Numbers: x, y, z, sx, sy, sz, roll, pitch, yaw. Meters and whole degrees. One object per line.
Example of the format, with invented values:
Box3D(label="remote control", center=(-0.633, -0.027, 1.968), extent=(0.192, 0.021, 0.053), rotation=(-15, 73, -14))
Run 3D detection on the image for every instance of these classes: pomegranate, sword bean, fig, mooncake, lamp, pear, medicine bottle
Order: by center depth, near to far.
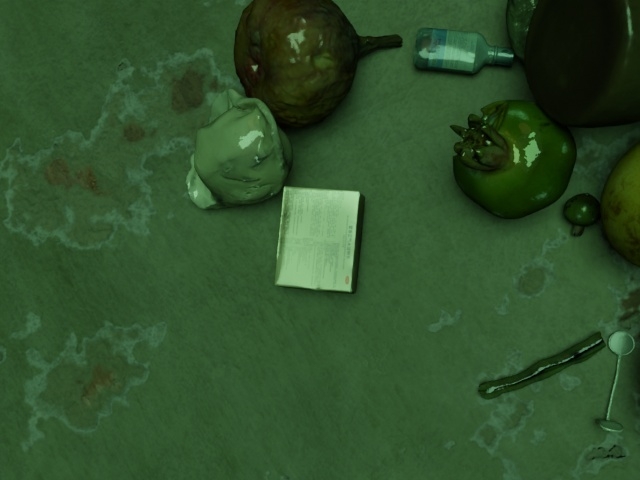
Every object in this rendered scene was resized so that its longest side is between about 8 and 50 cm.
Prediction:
Box3D(label="mooncake", center=(0.489, -0.334, 1.128), extent=(0.155, 0.284, 0.285), rotation=(-6, 82, -15))
Box3D(label="pear", center=(0.659, -0.066, 1.205), extent=(0.280, 0.281, 0.281), rotation=(-1, 83, 8))
Box3D(label="pomegranate", center=(0.354, -0.160, 1.248), extent=(0.235, 0.301, 0.236), rotation=(-1, 88, 34))
Box3D(label="lamp", center=(0.581, 0.274, 1.284), extent=(0.050, 0.056, 0.198), rotation=(11, 81, 12))
Box3D(label="sword bean", center=(0.443, 0.256, 1.311), extent=(0.269, 0.038, 0.043), rotation=(-25, 86, 6))
Box3D(label="pomegranate", center=(0.532, -0.052, 1.322), extent=(0.073, 0.073, 0.085), rotation=(-23, 98, 5))
Box3D(label="fig", center=(0.015, -0.387, 1.386), extent=(0.368, 0.286, 0.286), rotation=(-9, 80, -25))
Box3D(label="medicine bottle", center=(0.306, -0.403, 1.403), extent=(0.208, 0.054, 0.090), rotation=(8, 83, 5))

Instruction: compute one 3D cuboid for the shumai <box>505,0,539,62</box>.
Box3D(label="shumai", center=(0.508, -0.488, 1.341), extent=(0.225, 0.222, 0.261), rotation=(22, 118, 20))

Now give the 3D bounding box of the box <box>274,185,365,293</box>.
Box3D(label="box", center=(0.000, 0.000, 1.375), extent=(0.168, 0.095, 0.212), rotation=(5, 84, 10))

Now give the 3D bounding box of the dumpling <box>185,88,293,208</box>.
Box3D(label="dumpling", center=(-0.165, -0.200, 1.376), extent=(0.318, 0.187, 0.243), rotation=(-35, 60, 42))
